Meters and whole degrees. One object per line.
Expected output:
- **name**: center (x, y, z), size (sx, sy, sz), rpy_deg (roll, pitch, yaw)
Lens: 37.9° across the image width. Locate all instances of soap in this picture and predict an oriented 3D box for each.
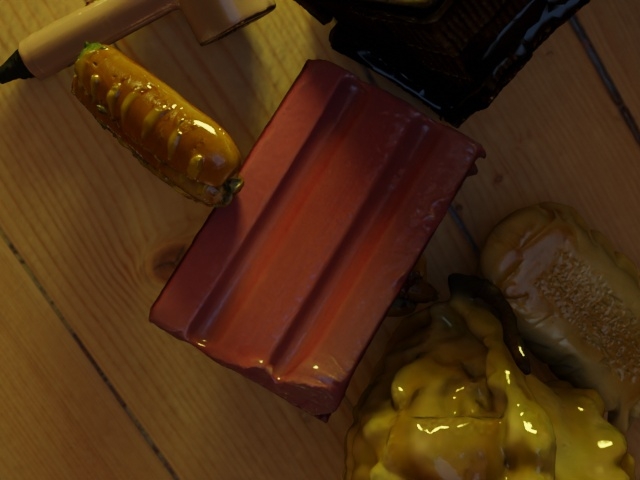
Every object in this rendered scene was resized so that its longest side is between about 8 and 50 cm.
- **soap**: center (0.000, 0.000, 1.067), size (0.233, 0.128, 0.360), rpy_deg (30, 80, 8)

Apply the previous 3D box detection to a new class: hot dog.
- **hot dog**: center (0.032, 0.035, 1.167), size (0.249, 0.076, 0.102), rpy_deg (13, 94, -5)
- **hot dog**: center (-0.185, -0.127, 1.034), size (0.269, 0.115, 0.072), rpy_deg (36, 70, 28)

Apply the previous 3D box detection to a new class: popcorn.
- **popcorn**: center (0.185, 0.230, 1.082), size (0.349, 0.349, 0.382), rpy_deg (-2, 94, -4)

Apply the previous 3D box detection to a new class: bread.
- **bread**: center (0.326, 0.084, 1.172), size (0.173, 0.121, 0.311), rpy_deg (-45, 99, 0)

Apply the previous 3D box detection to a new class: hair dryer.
- **hair dryer**: center (-0.244, -0.280, 1.094), size (0.344, 0.107, 0.189), rpy_deg (-26, 103, 7)

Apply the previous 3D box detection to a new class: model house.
- **model house**: center (0.171, -0.303, 1.067), size (0.317, 0.297, 0.282), rpy_deg (-52, 137, 7)
